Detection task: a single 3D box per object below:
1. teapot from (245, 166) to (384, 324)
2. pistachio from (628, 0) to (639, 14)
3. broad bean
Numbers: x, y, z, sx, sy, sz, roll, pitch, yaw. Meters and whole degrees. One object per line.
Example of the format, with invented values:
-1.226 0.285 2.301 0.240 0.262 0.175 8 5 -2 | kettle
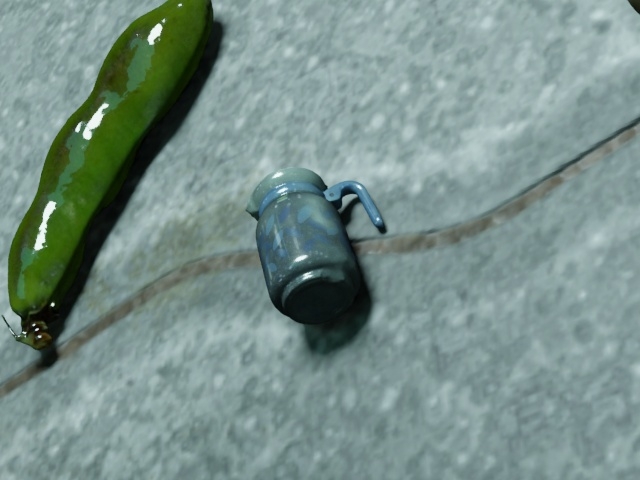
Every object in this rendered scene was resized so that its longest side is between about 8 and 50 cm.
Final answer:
-0.003 -0.002 0.895 0.063 0.049 0.083 -34 46 19 | teapot
0.243 -0.136 0.717 0.238 0.153 0.138 0 71 10 | pistachio
-0.135 -0.055 1.044 0.065 0.046 0.254 18 77 38 | broad bean
